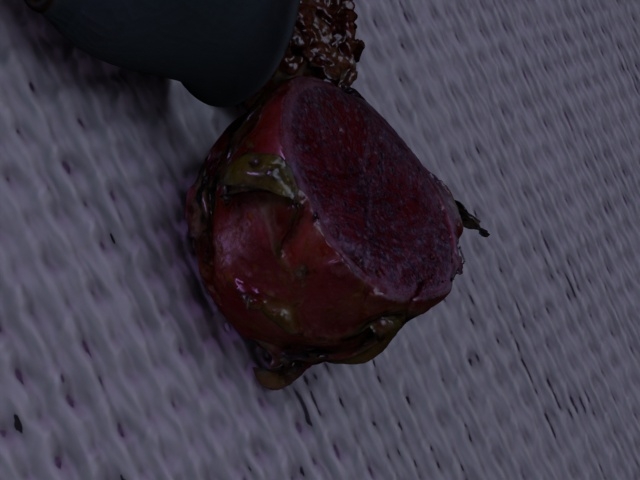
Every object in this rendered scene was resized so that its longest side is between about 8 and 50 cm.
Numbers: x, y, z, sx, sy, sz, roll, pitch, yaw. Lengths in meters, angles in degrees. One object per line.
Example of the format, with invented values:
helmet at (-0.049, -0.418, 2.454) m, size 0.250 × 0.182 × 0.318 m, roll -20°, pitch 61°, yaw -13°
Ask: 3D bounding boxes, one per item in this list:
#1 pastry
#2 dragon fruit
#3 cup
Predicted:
pastry at (-0.031, -0.195, 1.135) m, size 0.115 × 0.097 × 0.208 m, roll 14°, pitch 63°, yaw -45°
dragon fruit at (0.000, 0.000, 1.052) m, size 0.282 × 0.147 × 0.211 m, roll 10°, pitch 54°, yaw -54°
cup at (-0.126, -0.193, 0.967) m, size 0.150 × 0.199 × 0.199 m, roll -2°, pitch 72°, yaw -34°
